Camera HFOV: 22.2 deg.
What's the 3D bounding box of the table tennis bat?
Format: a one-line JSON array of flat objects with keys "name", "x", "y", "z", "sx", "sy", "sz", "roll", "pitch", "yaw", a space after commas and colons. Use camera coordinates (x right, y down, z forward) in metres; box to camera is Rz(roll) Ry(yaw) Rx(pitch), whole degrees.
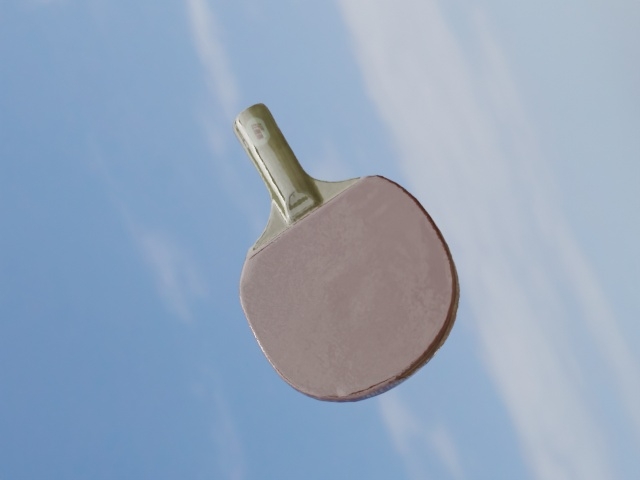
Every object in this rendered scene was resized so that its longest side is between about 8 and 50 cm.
[{"name": "table tennis bat", "x": 0.000, "y": 0.000, "z": 0.672, "sx": 0.156, "sy": 0.087, "sz": 0.013, "roll": 59, "pitch": -174, "yaw": 36}]
